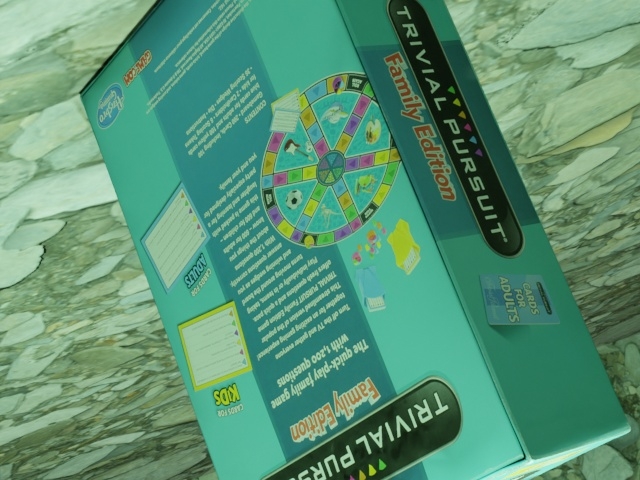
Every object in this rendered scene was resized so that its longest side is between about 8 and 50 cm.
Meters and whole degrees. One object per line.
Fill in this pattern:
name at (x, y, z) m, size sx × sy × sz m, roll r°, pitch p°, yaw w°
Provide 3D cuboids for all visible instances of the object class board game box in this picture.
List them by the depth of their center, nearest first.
board game box at (0.000, 0.000, 0.848) m, size 0.079 × 0.336 × 0.254 m, roll -9°, pitch 161°, yaw -39°
